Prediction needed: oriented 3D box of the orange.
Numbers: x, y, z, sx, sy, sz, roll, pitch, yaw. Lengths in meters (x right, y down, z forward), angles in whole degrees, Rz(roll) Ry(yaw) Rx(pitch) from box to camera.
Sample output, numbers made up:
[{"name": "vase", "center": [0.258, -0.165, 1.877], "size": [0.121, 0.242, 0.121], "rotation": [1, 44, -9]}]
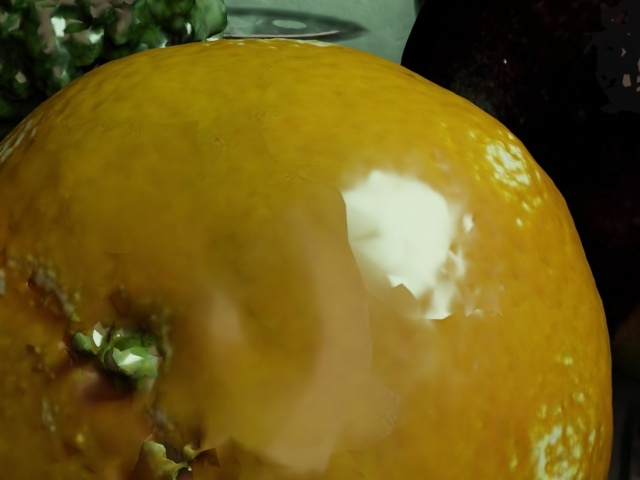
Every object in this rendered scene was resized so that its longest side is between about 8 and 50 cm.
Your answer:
[{"name": "orange", "center": [-0.047, 0.083, 0.950], "size": [0.424, 0.326, 0.424], "rotation": [-4, 82, 26]}]

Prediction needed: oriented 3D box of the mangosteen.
[{"name": "mangosteen", "center": [0.246, -0.072, 1.108], "size": [0.382, 0.435, 0.382], "rotation": [-7, 115, -14]}]

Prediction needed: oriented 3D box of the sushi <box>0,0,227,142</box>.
[{"name": "sushi", "center": [-0.157, -0.187, 1.191], "size": [0.178, 0.294, 0.352], "rotation": [-5, 73, -1]}]
